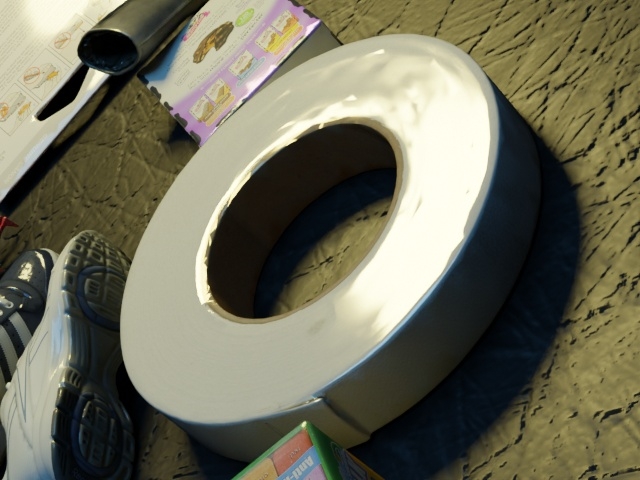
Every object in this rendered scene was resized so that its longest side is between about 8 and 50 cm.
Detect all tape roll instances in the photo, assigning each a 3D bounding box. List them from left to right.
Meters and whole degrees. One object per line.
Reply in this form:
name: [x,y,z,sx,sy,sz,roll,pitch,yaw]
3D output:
tape roll: [0.000,0.000,1.215,0.392,0.072,0.392,-26,41,25]

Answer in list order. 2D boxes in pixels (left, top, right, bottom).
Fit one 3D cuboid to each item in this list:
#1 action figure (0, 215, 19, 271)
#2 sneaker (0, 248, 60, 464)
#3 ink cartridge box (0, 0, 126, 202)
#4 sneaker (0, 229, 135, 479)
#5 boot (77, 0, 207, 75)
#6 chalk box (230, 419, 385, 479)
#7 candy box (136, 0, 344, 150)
action figure: [-0.364,0.029,1.587,0.038,0.030,0.115,15,72,56]
sneaker: [-0.342,0.097,1.393,0.099,0.153,0.282,-11,49,38]
ink cartridge box: [-0.341,-0.204,1.754,0.296,0.066,0.261,-49,56,-3]
sneaker: [-0.233,0.114,1.315,0.129,0.111,0.297,-29,38,32]
boot: [-0.182,-0.250,1.580,0.189,0.076,0.208,-11,36,56]
chalk box: [-0.005,0.214,0.895,0.132,0.213,0.132,-39,37,10]
candy box: [-0.075,-0.168,1.450,0.165,0.070,0.196,-45,37,2]
